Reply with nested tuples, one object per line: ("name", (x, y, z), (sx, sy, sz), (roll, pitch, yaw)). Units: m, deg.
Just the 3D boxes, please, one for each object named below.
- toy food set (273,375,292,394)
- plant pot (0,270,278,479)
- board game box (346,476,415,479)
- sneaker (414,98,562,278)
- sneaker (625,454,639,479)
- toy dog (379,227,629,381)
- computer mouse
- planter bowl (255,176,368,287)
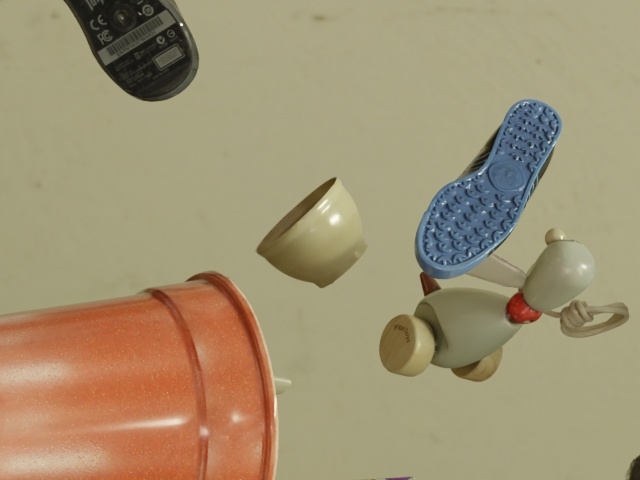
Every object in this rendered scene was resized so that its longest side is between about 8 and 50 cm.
("toy food set", (-0.126, 0.241, 1.731), (0.218, 0.128, 0.071), (-55, -144, 22))
("plant pot", (-0.218, 0.169, 1.467), (0.272, 0.265, 0.272), (7, -82, 61))
("board game box", (0.057, 0.441, 1.883), (0.144, 0.142, 0.275), (-78, 161, -61))
("sneaker", (0.160, -0.035, 1.509), (0.232, 0.081, 0.090), (-49, 166, -31))
("sneaker", (0.351, 0.174, 1.537), (0.229, 0.086, 0.132), (8, 74, -61))
("toy dog", (0.223, 0.065, 2.064), (0.220, 0.334, 0.161), (29, 43, -52))
("computer mouse", (-0.176, -0.272, 1.470), (0.262, 0.184, 0.060), (51, 18, -14))
("planter bowl", (0.000, 0.000, 2.281), (0.109, 0.162, 0.162), (47, 8, -9))
